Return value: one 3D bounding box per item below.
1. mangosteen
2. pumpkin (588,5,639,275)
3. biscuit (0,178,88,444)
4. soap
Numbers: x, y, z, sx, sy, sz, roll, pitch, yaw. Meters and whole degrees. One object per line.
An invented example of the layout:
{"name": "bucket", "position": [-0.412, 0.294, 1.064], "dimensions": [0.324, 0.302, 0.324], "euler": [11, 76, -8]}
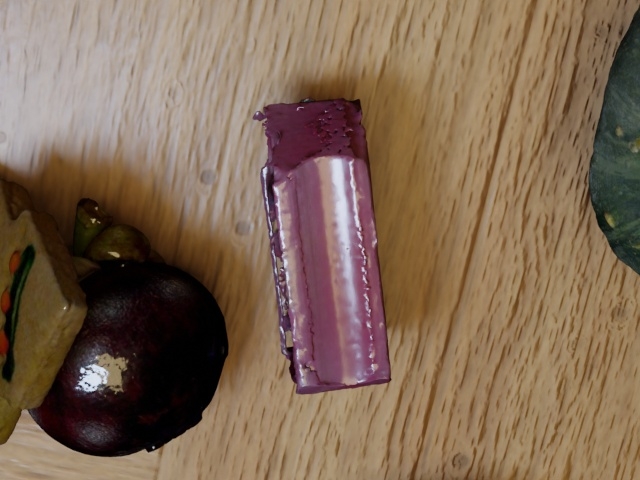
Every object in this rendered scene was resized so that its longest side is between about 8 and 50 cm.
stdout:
{"name": "mangosteen", "position": [-0.187, 0.078, 1.178], "dimensions": [0.194, 0.194, 0.230], "euler": [-26, 88, 6]}
{"name": "pumpkin", "position": [0.382, -0.100, 1.102], "dimensions": [0.292, 0.257, 0.327], "euler": [22, 111, 6]}
{"name": "biscuit", "position": [-0.281, 0.055, 1.128], "dimensions": [0.043, 0.301, 0.278], "euler": [8, 77, -35]}
{"name": "soap", "position": [0.000, 0.000, 1.167], "dimensions": [0.099, 0.162, 0.249], "euler": [-7, 106, 0]}
